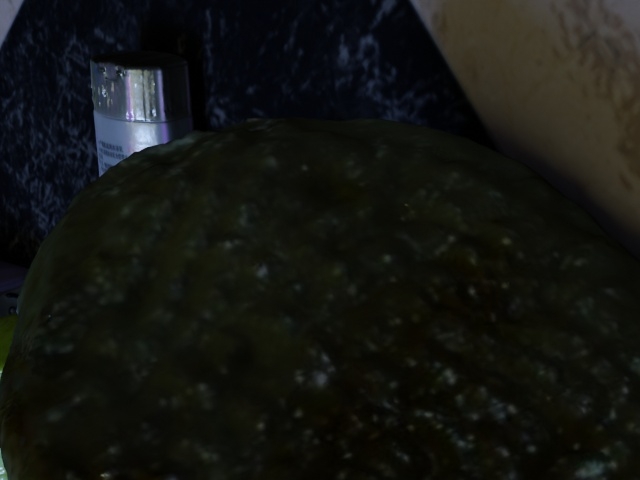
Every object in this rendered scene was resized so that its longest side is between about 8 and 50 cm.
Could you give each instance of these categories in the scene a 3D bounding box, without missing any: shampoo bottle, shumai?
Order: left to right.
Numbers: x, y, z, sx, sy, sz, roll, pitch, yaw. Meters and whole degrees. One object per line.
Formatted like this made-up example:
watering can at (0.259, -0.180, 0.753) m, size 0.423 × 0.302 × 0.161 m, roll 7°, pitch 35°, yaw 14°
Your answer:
shampoo bottle at (-0.126, -0.023, 0.935) m, size 0.086 × 0.056 × 0.227 m, roll 13°, pitch 113°, yaw 41°
shumai at (0.017, 0.159, 0.652) m, size 0.397 × 0.324 × 0.323 m, roll 57°, pitch 153°, yaw 27°

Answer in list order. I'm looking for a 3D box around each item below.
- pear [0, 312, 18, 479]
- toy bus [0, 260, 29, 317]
pear at (-0.128, 0.129, 0.869) m, size 0.293 × 0.159 × 0.292 m, roll 6°, pitch 122°, yaw 10°
toy bus at (-0.330, 0.092, 1.158) m, size 0.202 × 0.142 × 0.142 m, roll 12°, pitch 112°, yaw 49°
